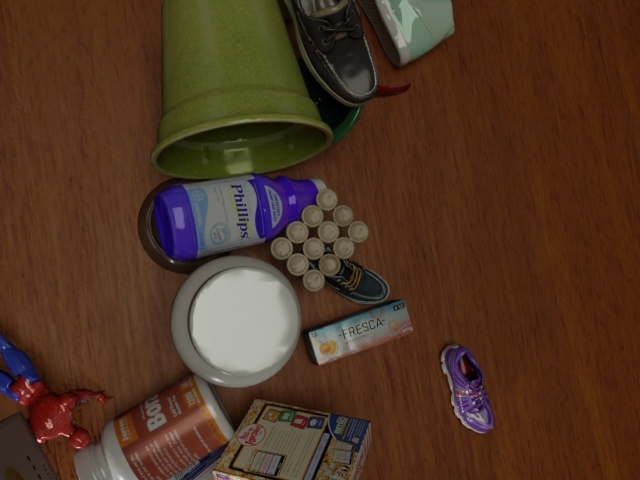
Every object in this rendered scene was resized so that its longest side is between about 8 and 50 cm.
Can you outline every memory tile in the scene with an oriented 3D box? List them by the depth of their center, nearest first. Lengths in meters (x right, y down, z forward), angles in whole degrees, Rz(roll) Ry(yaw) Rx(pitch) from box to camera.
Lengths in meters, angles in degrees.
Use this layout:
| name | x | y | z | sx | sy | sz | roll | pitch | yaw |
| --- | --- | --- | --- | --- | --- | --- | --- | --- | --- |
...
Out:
| name | x | y | z | sx | sy | sz | roll | pitch | yaw |
| --- | --- | --- | --- | --- | --- | --- | --- | --- | --- |
| memory tile | 0.000 | 0.000 | 0.934 | 0.113 | 0.012 | 0.148 | 44 | 78 | -6 |

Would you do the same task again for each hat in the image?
| name | x | y | z | sx | sy | sz | roll | pitch | yaw |
| --- | --- | --- | --- | --- | --- | --- | --- | --- | --- |
| hat | 0.037 | -0.231 | 1.052 | 0.208 | 0.183 | 0.173 | 2 | 85 | 24 |

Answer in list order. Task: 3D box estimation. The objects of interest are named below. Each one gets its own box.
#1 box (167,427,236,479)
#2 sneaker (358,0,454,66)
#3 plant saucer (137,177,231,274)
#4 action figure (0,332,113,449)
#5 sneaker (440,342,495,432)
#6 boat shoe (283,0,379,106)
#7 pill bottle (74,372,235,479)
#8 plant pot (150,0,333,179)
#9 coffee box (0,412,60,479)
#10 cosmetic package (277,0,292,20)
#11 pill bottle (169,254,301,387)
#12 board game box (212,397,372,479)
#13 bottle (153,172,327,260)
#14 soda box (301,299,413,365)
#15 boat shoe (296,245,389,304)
| name | x | y | z | sx | sy | sz | roll | pitch | yaw |
| --- | --- | --- | --- | --- | --- | --- | --- | --- | --- |
| box | -0.141 | 0.386 | 0.850 | 0.136 | 0.225 | 0.036 | -37 | 128 | -15 |
| sneaker | 0.154 | -0.469 | 1.065 | 0.151 | 0.094 | 0.256 | -28 | 101 | -9 |
| plant saucer | -0.220 | -0.028 | 0.962 | 0.168 | 0.029 | 0.168 | 2 | 83 | -14 |
| action figure | -0.431 | 0.213 | 0.862 | 0.280 | 0.139 | 0.091 | 37 | 79 | 15 |
| sneaker | 0.269 | 0.268 | 1.031 | 0.068 | 0.071 | 0.170 | -24 | 91 | -15 |
| boat shoe | 0.010 | -0.341 | 0.877 | 0.103 | 0.092 | 0.285 | -27 | 101 | -8 |
| pill bottle | -0.249 | 0.301 | 0.870 | 0.216 | 0.121 | 0.121 | -29 | 92 | -12 |
| plant pot | -0.137 | -0.253 | 0.885 | 0.276 | 0.276 | 0.254 | -8 | 82 | -15 |
| coffee box | -0.425 | 0.438 | 0.580 | 0.338 | 0.334 | 0.337 | -29 | 92 | -15 |
| cosmetic package | -0.126 | -0.464 | 0.966 | 0.183 | 0.151 | 0.151 | -13 | 88 | -14 |
| pill bottle | -0.125 | 0.113 | 0.820 | 0.176 | 0.318 | 0.176 | 2 | 83 | -14 |
| board game box | -0.037 | 0.312 | 0.839 | 0.193 | 0.147 | 0.045 | 6 | 121 | 20 |
| bottle | -0.119 | -0.048 | 0.931 | 0.283 | 0.092 | 0.118 | -12 | 96 | -31 |
| soda box | 0.064 | 0.158 | 0.997 | 0.183 | 0.058 | 0.063 | -16 | 88 | -16 |
| boat shoe | 0.045 | 0.062 | 0.989 | 0.183 | 0.083 | 0.065 | 23 | 79 | -11 |
